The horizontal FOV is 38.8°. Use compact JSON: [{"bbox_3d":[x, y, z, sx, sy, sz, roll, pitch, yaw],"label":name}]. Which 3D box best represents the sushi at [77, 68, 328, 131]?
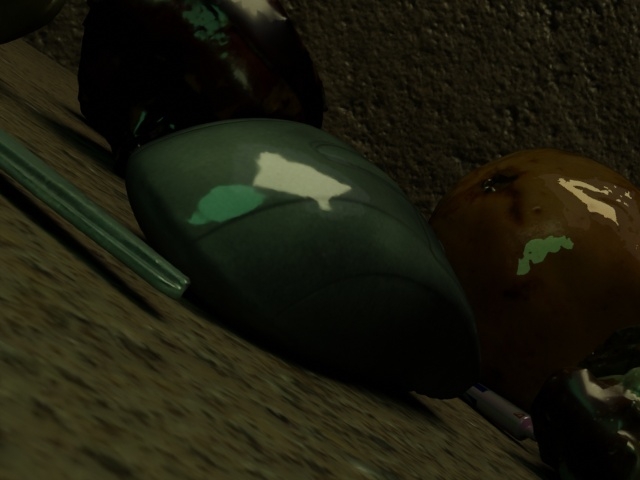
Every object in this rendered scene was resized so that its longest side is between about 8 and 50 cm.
[{"bbox_3d":[-0.173,-0.231,1.354,0.281,0.299,0.294,58,11,15],"label":"sushi"}]

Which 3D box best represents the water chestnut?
[{"bbox_3d":[-0.147,-0.164,1.004,0.300,0.300,0.300,34,2,-1],"label":"water chestnut"}]

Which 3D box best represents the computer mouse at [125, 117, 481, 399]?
[{"bbox_3d":[0.021,0.007,0.669,0.371,0.122,0.188,31,21,-52],"label":"computer mouse"}]

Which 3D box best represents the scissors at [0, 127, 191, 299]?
[{"bbox_3d":[-0.231,-0.087,0.546,0.447,0.029,0.192,35,2,27],"label":"scissors"}]

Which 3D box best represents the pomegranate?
[{"bbox_3d":[0.330,0.072,1.310,0.410,0.410,0.410,34,2,-1],"label":"pomegranate"}]

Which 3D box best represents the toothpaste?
[{"bbox_3d":[0.176,0.172,0.986,0.045,0.028,0.170,46,-9,-38],"label":"toothpaste"}]

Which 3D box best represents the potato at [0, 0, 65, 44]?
[{"bbox_3d":[-0.381,-0.318,0.919,0.243,0.221,0.326,32,-3,14],"label":"potato"}]

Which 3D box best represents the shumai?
[{"bbox_3d":[0.291,0.210,0.885,0.222,0.203,0.272,39,-30,48],"label":"shumai"}]
